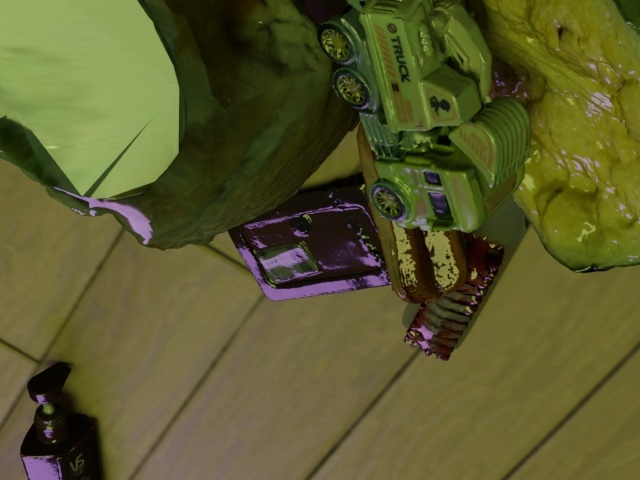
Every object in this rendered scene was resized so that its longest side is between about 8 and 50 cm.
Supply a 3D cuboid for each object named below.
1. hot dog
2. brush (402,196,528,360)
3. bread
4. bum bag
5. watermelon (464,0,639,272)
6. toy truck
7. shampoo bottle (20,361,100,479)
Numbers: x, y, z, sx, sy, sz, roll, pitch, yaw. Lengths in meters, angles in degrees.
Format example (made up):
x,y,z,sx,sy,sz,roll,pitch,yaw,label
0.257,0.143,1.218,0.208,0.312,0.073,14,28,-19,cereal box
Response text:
x,y,z,sx,sy,sz,roll,pitch,yaw,label
0.076,-0.027,1.289,0.071,0.045,0.165,-17,101,-17,hot dog
0.142,-0.018,1.316,0.060,0.050,0.321,26,129,2,brush
-0.138,-0.131,1.139,0.395,0.264,0.239,33,99,-16,bread
0.000,0.000,1.394,0.159,0.026,0.109,-9,123,31,bum bag
0.201,-0.148,1.086,0.189,0.331,0.330,-24,127,-18,watermelon
0.081,-0.096,1.083,0.116,0.085,0.191,12,133,43,toy truck
-0.260,0.230,1.628,0.067,0.068,0.236,6,130,13,shampoo bottle
